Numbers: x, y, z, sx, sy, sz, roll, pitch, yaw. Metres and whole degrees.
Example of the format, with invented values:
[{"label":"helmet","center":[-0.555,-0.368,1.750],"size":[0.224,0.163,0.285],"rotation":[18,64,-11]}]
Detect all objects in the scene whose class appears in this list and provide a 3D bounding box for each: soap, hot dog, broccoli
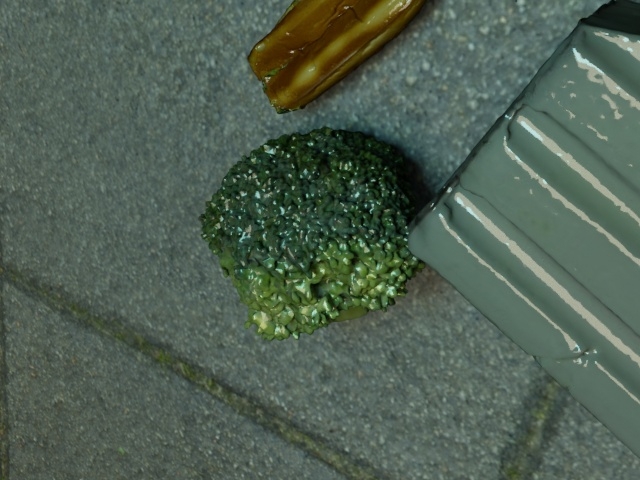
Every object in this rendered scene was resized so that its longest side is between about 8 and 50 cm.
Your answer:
[{"label":"soap","center":[0.345,0.002,0.732],"size":[0.435,0.213,0.350],"rotation":[41,131,11]},{"label":"hot dog","center":[0.014,-0.243,0.930],"size":[0.269,0.072,0.115],"rotation":[-29,95,41]},{"label":"broccoli","center":[-0.015,-0.006,0.973],"size":[0.288,0.236,0.259],"rotation":[-124,39,-50]}]
